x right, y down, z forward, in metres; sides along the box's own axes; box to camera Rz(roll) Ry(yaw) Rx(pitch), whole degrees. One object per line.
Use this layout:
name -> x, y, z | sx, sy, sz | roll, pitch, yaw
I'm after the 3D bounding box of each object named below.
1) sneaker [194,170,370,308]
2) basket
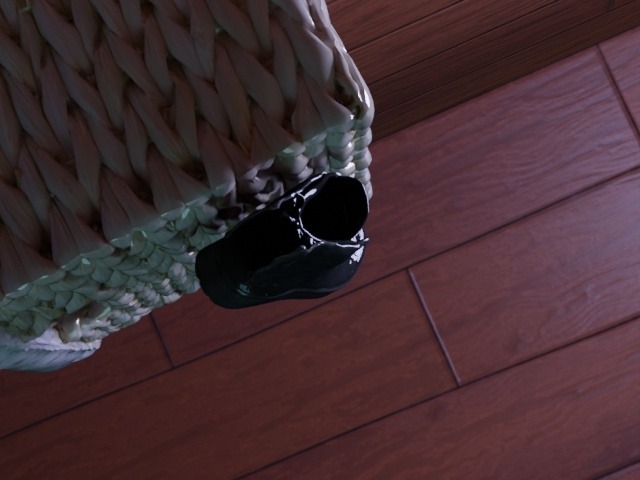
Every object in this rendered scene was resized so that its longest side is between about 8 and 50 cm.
sneaker -> -0.001, -0.002, 0.669 | 0.089, 0.051, 0.170 | -31, 171, 34
basket -> -0.146, -0.118, 0.752 | 0.266, 0.331, 0.328 | -24, 173, -1
